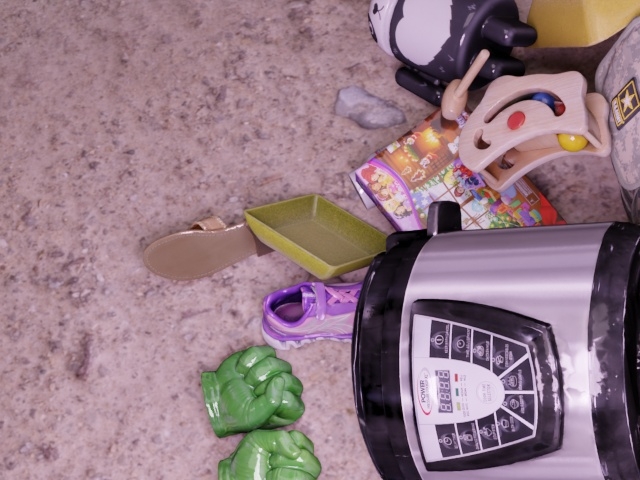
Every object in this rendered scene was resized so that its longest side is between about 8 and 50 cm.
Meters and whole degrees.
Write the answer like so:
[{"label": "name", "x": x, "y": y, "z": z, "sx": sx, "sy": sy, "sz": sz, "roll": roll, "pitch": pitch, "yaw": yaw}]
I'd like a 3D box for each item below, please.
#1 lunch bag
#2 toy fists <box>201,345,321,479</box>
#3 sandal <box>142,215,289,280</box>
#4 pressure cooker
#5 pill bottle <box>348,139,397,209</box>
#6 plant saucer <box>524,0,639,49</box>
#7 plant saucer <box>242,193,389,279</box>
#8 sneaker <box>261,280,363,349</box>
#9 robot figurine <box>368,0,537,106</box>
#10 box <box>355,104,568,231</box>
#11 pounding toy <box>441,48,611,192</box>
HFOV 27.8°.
[{"label": "lunch bag", "x": 0.490, "y": -0.160, "z": 1.844, "sx": 0.169, "sy": 0.287, "sz": 0.235, "roll": -12, "pitch": 60, "yaw": 9}, {"label": "toy fists", "x": -0.084, "y": 0.280, "z": 1.876, "sx": 0.142, "sy": 0.096, "sz": 0.279, "roll": -17, "pitch": 57, "yaw": 4}, {"label": "sandal", "x": -0.166, "y": -0.003, "z": 2.086, "sx": 0.240, "sy": 0.088, "sz": 0.079, "roll": -14, "pitch": 27, "yaw": 1}, {"label": "pressure cooker", "x": 0.235, "y": 0.168, "z": 1.681, "sx": 0.420, "sy": 0.375, "sz": 0.370, "roll": -2, "pitch": 45, "yaw": 27}, {"label": "pill bottle", "x": 0.129, "y": -0.114, "z": 2.041, "sx": 0.160, "sy": 0.087, "sz": 0.087, "roll": -29, "pitch": 58, "yaw": 0}, {"label": "plant saucer", "x": 0.479, "y": -0.416, "z": 1.987, "sx": 0.333, "sy": 0.333, "sz": 0.081, "roll": -33, "pitch": 102, "yaw": -4}, {"label": "plant saucer", "x": 0.000, "y": 0.000, "z": 1.991, "sx": 0.188, "sy": 0.188, "sz": 0.045, "roll": 32, "pitch": 118, "yaw": 29}, {"label": "sneaker", "x": 0.015, "y": 0.099, "z": 1.944, "sx": 0.236, "sy": 0.104, "sz": 0.095, "roll": -11, "pitch": 58, "yaw": 9}, {"label": "robot figurine", "x": 0.207, "y": -0.347, "z": 2.096, "sx": 0.278, "sy": 0.173, "sz": 0.209, "roll": 30, "pitch": 75, "yaw": 31}, {"label": "box", "x": 0.218, "y": -0.047, "z": 1.941, "sx": 0.201, "sy": 0.057, "sz": 0.293, "roll": -38, "pitch": 78, "yaw": -6}, {"label": "pounding toy", "x": 0.264, "y": -0.168, "z": 1.833, "sx": 0.269, "sy": 0.155, "sz": 0.154, "roll": 2, "pitch": 66, "yaw": 45}]
